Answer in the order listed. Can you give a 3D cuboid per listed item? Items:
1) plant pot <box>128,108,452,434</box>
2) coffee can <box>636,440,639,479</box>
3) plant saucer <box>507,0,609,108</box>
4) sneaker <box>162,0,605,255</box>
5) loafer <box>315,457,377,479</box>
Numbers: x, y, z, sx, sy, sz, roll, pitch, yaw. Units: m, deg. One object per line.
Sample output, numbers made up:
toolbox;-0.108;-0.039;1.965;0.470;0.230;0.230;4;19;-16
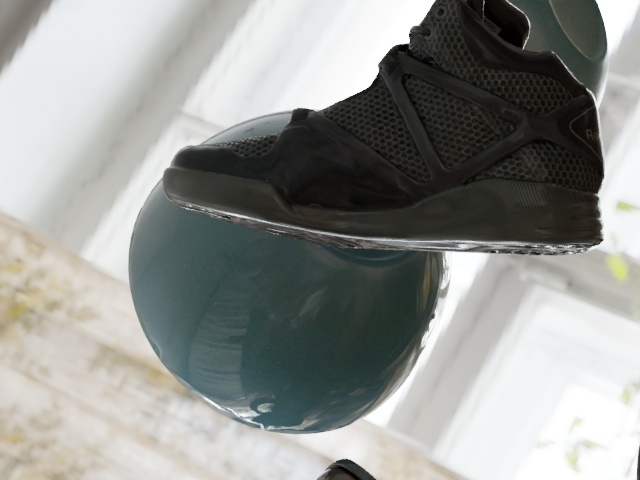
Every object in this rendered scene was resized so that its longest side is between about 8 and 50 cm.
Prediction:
plant pot;0.000;0.000;1.577;0.290;0.290;0.195;-46;0;-33
coffee can;0.432;0.199;1.503;0.275;0.201;0.201;3;-71;-28
plant saucer;0.202;-0.194;1.550;0.195;0.037;0.195;34;-136;-41
sneaker;0.032;-0.060;0.914;0.087;0.227;0.130;20;-108;-66
loafer;0.011;0.263;1.493;0.084;0.096;0.267;-41;-17;-20
